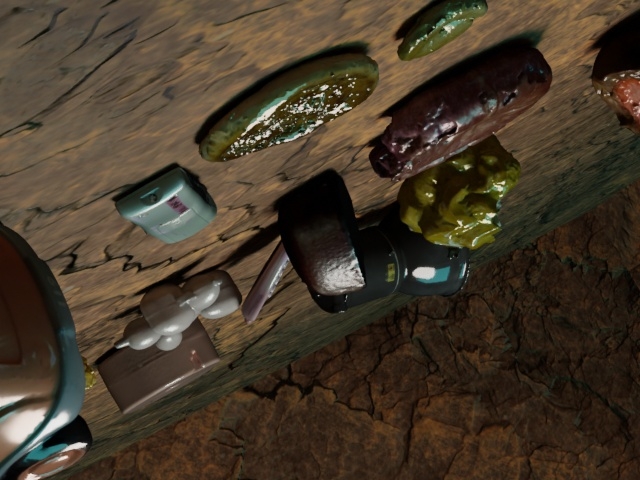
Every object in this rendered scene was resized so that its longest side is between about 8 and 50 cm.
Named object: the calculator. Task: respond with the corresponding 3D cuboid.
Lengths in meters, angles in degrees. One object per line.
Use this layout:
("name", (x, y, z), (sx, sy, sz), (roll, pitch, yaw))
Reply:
("calculator", (-0.057, 0.038, 1.786), (0.166, 0.024, 0.103), (-59, -177, 42))

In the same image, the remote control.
("remote control", (-0.125, -0.027, 1.297), (0.065, 0.029, 0.166), (-29, 172, 1))

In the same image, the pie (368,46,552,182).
("pie", (0.140, -0.125, 1.540), (0.204, 0.054, 0.219), (-29, 173, 3))

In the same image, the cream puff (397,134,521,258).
("cream puff", (0.160, -0.071, 1.784), (0.121, 0.156, 0.156), (15, 164, -6))

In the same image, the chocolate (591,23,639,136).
("chocolate", (0.369, -0.186, 1.731), (0.124, 0.127, 0.133), (-13, 162, 1))

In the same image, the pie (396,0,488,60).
("pie", (0.095, -0.170, 1.207), (0.084, 0.020, 0.084), (-31, 172, -5))

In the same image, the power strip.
("power strip", (-0.214, 0.163, 2.021), (0.154, 0.078, 0.154), (-30, 175, -3))

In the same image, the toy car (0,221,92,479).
("toy car", (-0.296, 0.097, 0.983), (0.270, 0.180, 0.212), (-33, 161, 19))

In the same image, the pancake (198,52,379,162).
("pancake", (-0.023, -0.100, 1.196), (0.158, 0.028, 0.158), (-26, 172, -4))

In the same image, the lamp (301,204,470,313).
("lamp", (0.064, 0.031, 2.064), (0.227, 0.147, 0.172), (-15, -171, -31))

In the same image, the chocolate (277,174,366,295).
("chocolate", (0.000, 0.000, 1.657), (0.080, 0.125, 0.149), (-13, 178, 5))

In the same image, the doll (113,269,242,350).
("doll", (-0.161, 0.079, 1.748), (0.161, 0.059, 0.160), (-31, 173, 20))

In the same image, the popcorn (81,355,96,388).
("popcorn", (-0.303, 0.156, 1.724), (0.084, 0.084, 0.084), (-29, 172, -4))
